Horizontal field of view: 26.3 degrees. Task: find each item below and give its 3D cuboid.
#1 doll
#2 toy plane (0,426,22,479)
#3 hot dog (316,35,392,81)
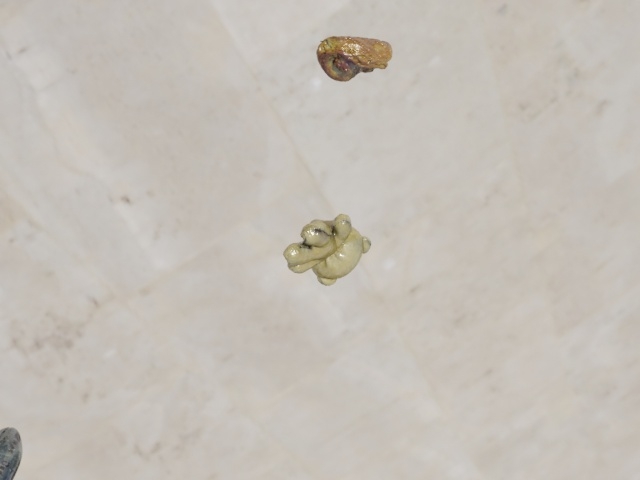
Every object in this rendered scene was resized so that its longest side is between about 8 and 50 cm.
[{"bbox_3d":[0.006,0.007,1.054,0.061,0.051,0.093,-44,180,12],"label":"doll"},{"bbox_3d":[-0.153,0.116,0.606,0.031,0.083,0.078,-10,130,14],"label":"toy plane"},{"bbox_3d":[0.034,-0.174,1.302,0.058,0.035,0.083,-15,173,36],"label":"hot dog"}]
